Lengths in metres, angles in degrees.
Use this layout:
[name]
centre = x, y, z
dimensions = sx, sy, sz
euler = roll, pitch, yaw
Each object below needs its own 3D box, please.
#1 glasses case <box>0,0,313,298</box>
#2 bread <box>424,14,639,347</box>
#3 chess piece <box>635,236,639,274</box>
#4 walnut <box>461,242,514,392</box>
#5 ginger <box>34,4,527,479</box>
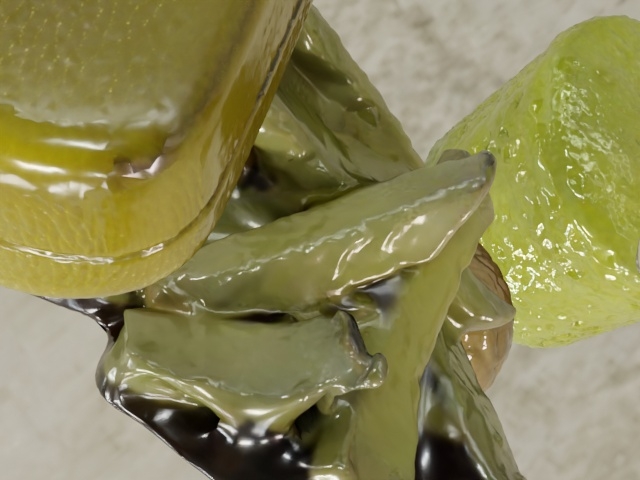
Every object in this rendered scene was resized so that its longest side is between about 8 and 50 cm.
[glasses case]
centre = -0.081, -0.145, 0.809
dimensions = 0.173, 0.371, 0.141
euler = 17, 147, 5
[bread]
centre = 0.300, -0.048, 2.111
dimensions = 0.307, 0.348, 0.348
euler = -33, 92, 42
[chess piece]
centre = 0.393, 0.015, 1.415
dimensions = 0.138, 0.307, 0.124
euler = 28, 82, -27
[walnut]
centre = 0.083, 0.067, 1.821
dimensions = 0.228, 0.228, 0.228
euler = 8, 111, 22
[ginger]
centre = 0.000, 0.000, 1.263
dimensions = 0.413, 0.358, 0.211
euler = 54, 128, 20
